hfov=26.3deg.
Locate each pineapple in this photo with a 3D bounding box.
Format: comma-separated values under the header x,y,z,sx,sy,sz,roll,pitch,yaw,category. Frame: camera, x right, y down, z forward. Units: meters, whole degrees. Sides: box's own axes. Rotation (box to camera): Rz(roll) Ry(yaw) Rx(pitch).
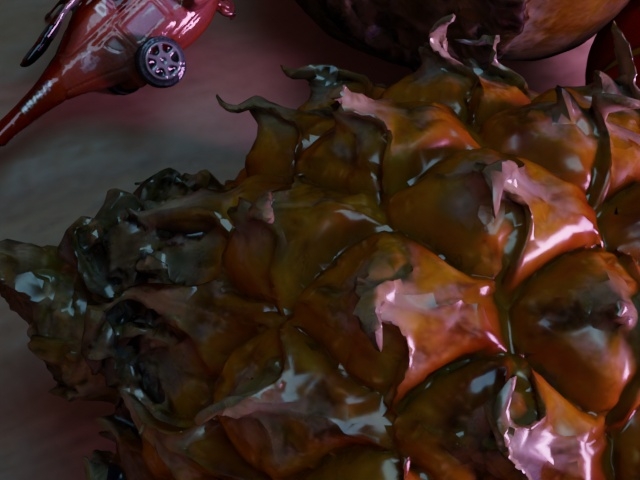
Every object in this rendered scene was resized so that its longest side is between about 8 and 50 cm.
x,y,z,sx,sy,sz,roll,pitch,yaw,category
0.013,0.047,0.499,0.286,0.209,0.344,21,74,-11,pineapple

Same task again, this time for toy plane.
x,y,z,sx,sy,sz,roll,pitch,yaw,category
-0.117,-0.091,0.694,0.077,0.126,0.194,50,49,-20,toy plane

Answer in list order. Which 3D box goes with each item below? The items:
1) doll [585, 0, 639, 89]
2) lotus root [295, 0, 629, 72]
x,y,z,sx,sy,sz,roll,pitch,yaw,category
0.212,-0.017,0.728,0.183,0.160,0.363,-2,56,-3,doll
0.095,-0.240,0.772,0.250,0.250,0.346,26,52,-3,lotus root
